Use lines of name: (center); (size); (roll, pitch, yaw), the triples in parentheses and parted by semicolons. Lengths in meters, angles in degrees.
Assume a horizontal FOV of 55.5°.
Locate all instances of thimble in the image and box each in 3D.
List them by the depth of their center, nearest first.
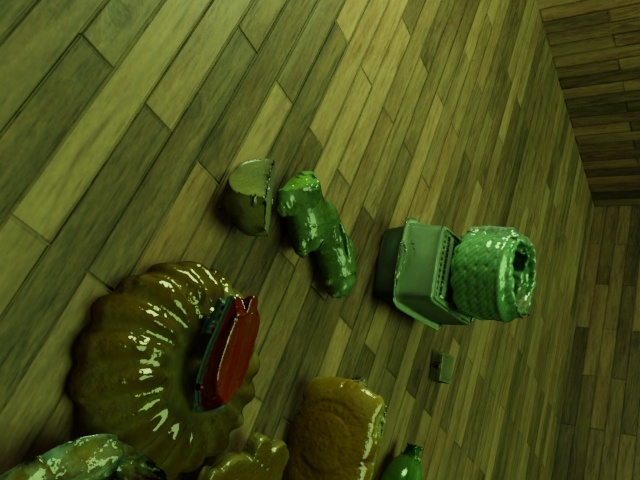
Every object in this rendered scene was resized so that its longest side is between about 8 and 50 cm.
thimble: (0.395, 0.074, 1.379); (0.219, 0.150, 0.219); (-5, 95, -55)

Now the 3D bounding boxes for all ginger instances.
ginger: (-0.003, -0.004, 1.169); (0.290, 0.089, 0.137); (57, 28, -43)

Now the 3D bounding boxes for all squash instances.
squash: (0.153, 0.643, 1.368); (0.107, 0.107, 0.395); (55, 50, -39)

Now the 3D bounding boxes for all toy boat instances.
toy boat: (-0.134, 0.155, 0.837); (0.069, 0.059, 0.172); (28, 73, -52)

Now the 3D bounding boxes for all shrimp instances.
shrimp: (-0.270, 0.365, 0.758); (0.233, 0.071, 0.365); (-58, 136, -9)

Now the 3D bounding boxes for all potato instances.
potato: (-0.125, -0.070, 1.017); (0.172, 0.089, 0.100); (-91, -176, -59)

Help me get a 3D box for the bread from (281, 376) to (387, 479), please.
bread: (0.029, 0.382, 1.135); (0.121, 0.174, 0.245); (37, 68, -53)

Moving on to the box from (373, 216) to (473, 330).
box: (0.260, 0.086, 1.461); (0.290, 0.166, 0.220); (33, 64, -50)

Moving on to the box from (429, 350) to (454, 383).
box: (0.334, 0.351, 1.680); (0.083, 0.035, 0.079); (30, 66, -50)

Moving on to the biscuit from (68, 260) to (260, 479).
biscuit: (-0.199, 0.190, 0.882); (0.326, 0.107, 0.325); (-9, 100, -55)

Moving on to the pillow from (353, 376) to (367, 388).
pillow: (0.064, 0.403, 1.305); (0.135, 0.034, 0.211); (7, 86, -58)

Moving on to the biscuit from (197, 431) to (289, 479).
biscuit: (-0.136, 0.409, 0.996); (0.249, 0.035, 0.184); (6, 98, -61)
